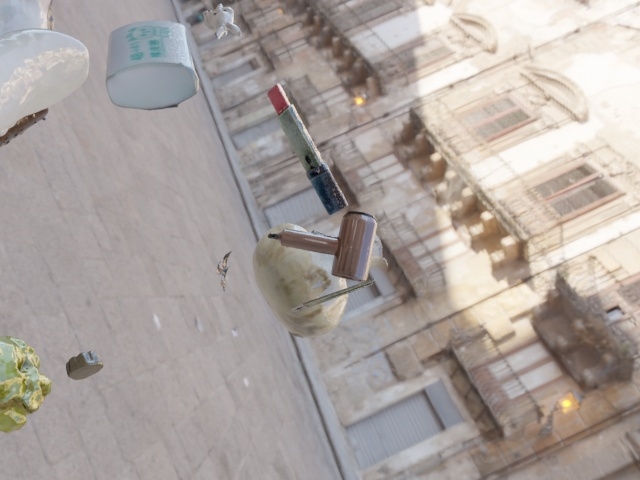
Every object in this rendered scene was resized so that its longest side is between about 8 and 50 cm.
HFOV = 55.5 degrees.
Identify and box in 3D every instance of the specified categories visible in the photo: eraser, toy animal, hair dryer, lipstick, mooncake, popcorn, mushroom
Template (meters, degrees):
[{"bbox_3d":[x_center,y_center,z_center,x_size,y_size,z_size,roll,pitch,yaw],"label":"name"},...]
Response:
[{"bbox_3d":[-0.383,-0.403,1.377,0.290,0.189,0.104,-112,-169,-49],"label":"eraser"},{"bbox_3d":[-0.400,-0.174,0.635,0.289,0.249,0.174,-55,134,-51],"label":"toy animal"},{"bbox_3d":[0.000,0.000,1.042,0.064,0.181,0.117,69,31,-82],"label":"hair dryer"},{"bbox_3d":[-0.032,-0.190,1.273,0.312,0.051,0.051,59,8,-32],"label":"lipstick"},{"bbox_3d":[-0.283,0.134,1.082,0.057,0.347,0.150,50,-44,10],"label":"mooncake"},{"bbox_3d":[-0.260,-0.568,1.576,0.124,0.071,0.085,-144,-137,-61],"label":"toy animal"},{"bbox_3d":[-0.688,0.279,1.180,0.174,0.225,0.286,60,5,38],"label":"popcorn"},{"bbox_3d":[0.000,0.081,1.612,0.314,0.336,0.314,158,-90,-76],"label":"mushroom"}]

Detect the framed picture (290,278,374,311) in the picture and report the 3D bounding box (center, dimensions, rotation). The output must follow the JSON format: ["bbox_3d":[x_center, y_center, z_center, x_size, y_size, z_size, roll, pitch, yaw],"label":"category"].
[{"bbox_3d":[0.019,0.110,1.182,0.183,0.142,0.011,135,-64,-76],"label":"framed picture"}]

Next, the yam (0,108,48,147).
[{"bbox_3d":[-0.558,-0.172,0.932,0.131,0.280,0.131,23,-39,20],"label":"yam"}]
